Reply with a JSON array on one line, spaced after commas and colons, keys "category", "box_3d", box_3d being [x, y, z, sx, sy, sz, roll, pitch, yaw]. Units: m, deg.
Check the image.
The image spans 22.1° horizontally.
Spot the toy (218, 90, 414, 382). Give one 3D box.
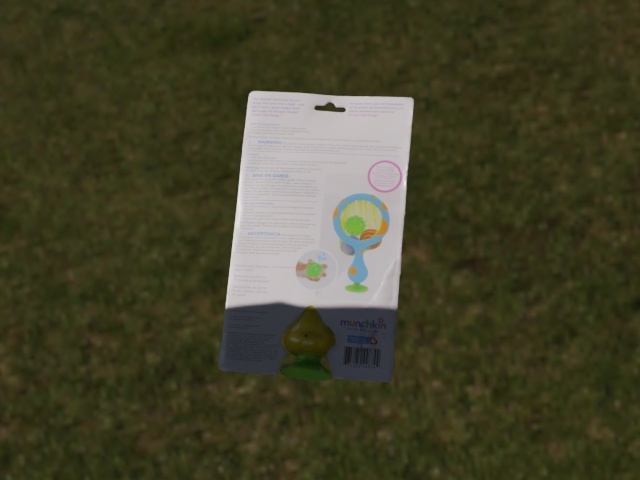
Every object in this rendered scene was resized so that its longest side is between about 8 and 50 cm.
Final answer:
[{"category": "toy", "box_3d": [0.000, 0.000, 1.319, 0.137, 0.056, 0.237, 3, 69, 7]}]
